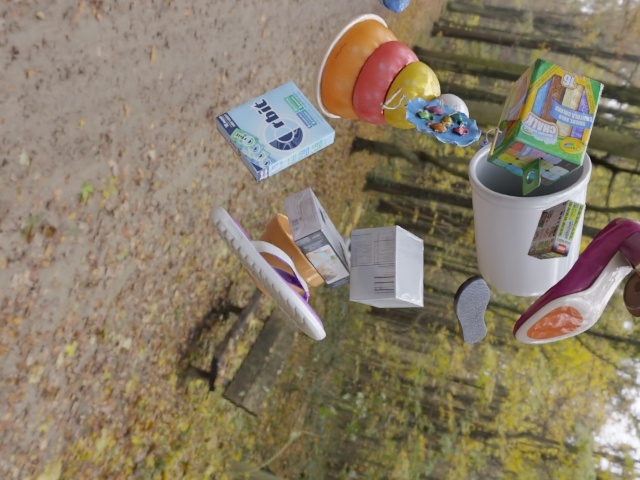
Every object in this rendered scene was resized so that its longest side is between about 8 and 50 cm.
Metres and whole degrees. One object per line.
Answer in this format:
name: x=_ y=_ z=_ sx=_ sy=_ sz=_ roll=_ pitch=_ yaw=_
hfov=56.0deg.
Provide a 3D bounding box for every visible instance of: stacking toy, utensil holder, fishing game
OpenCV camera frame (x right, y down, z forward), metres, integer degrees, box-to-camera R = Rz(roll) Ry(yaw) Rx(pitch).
stacking toy: x=0.243 y=-0.453 z=1.862 sx=0.350 sy=0.480 sz=0.351 roll=-37 pitch=149 yaw=-27
utensil holder: x=0.621 y=-0.069 z=1.808 sx=0.328 sy=0.327 sz=0.386 roll=-68 pitch=152 yaw=-46
fishing game: x=0.270 y=-0.272 z=1.328 sx=0.189 sy=0.264 sz=0.041 roll=-50 pitch=164 yaw=-50

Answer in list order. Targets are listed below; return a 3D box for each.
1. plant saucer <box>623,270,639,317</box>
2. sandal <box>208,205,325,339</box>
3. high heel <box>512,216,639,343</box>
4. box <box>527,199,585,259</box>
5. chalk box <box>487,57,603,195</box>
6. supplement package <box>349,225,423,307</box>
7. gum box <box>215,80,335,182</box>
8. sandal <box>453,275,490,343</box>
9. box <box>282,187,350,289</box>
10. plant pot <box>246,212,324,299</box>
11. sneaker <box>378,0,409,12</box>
plant saucer: x=0.929 y=0.138 z=1.733 sx=0.168 sy=0.029 sz=0.169 roll=-157 pitch=-90 yaw=-83
sandal: x=-0.112 y=0.059 z=1.443 sx=0.102 sy=0.416 sz=0.169 roll=-40 pitch=170 yaw=-13
high heel: x=0.591 y=0.093 z=1.386 sx=0.127 sy=0.377 sz=0.181 roll=54 pitch=11 yaw=-26
box: x=0.507 y=-0.019 z=1.308 sx=0.207 sy=0.036 sz=0.114 roll=24 pitch=85 yaw=-83
chalk box: x=0.540 y=-0.258 z=1.487 sx=0.180 sy=0.179 sz=0.289 roll=122 pitch=-10 yaw=-76
supplement package: x=0.192 y=0.082 z=1.731 sx=0.194 sy=0.149 sz=0.203 roll=22 pitch=66 yaw=-55
gum box: x=-0.091 y=-0.221 z=1.203 sx=0.184 sy=0.157 sz=0.041 roll=-30 pitch=159 yaw=-18
sandal: x=0.403 y=0.187 z=1.639 sx=0.054 sy=0.097 sz=0.255 roll=-113 pitch=-172 yaw=-46
box: x=0.000 y=0.000 z=1.763 sx=0.290 sy=0.087 sz=0.169 roll=56 pitch=14 yaw=-50
plant pot: x=-0.132 y=0.075 z=2.111 sx=0.203 sy=0.291 sz=0.291 roll=-39 pitch=178 yaw=10
sneaker: x=0.228 y=-0.615 z=1.374 sx=0.130 sy=0.147 sz=0.330 roll=-43 pitch=179 yaw=-15
